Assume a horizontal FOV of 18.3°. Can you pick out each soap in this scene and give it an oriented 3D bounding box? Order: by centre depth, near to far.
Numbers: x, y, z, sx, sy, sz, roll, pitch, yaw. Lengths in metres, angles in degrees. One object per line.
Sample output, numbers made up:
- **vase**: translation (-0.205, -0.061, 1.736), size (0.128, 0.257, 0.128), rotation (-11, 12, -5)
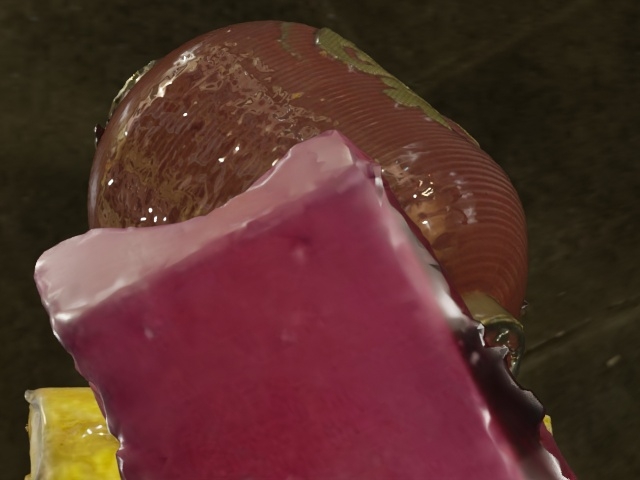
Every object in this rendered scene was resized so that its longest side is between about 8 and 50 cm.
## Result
- **soap**: translation (0.001, 0.084, 0.550), size (0.099, 0.250, 0.162), rotation (-30, 76, -9)

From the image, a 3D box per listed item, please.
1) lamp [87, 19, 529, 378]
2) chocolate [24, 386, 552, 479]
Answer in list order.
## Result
- **lamp**: translation (0.000, 0.000, 0.947), size (0.258, 0.180, 0.180), rotation (41, 109, 33)
- **chocolate**: translation (-0.010, 0.094, 0.806), size (0.219, 0.085, 0.086), rotation (-3, 95, -11)
